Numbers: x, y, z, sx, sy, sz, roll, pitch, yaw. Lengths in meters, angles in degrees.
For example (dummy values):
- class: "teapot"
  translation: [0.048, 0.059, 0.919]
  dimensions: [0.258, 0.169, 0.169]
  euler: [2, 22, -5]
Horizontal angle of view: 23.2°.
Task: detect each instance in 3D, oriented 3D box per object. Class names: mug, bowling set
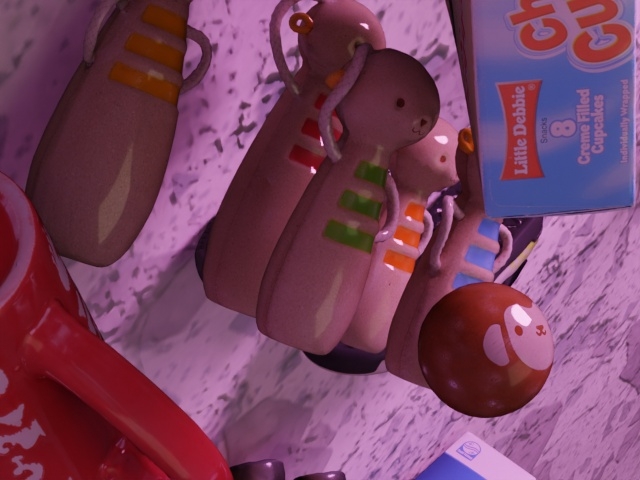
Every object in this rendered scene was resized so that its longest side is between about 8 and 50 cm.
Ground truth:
- class: "mug"
  translation: [-0.115, 0.052, 0.612]
  dimensions: [0.169, 0.150, 0.113]
  euler: [78, 6, -51]
- class: "bowling set"
  translation: [0.038, -0.020, 0.676]
  dimensions: [0.287, 0.200, 0.154]
  euler: [21, 90, -56]

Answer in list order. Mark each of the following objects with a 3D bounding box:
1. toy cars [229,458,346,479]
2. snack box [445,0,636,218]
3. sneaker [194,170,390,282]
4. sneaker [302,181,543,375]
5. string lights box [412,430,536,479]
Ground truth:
- class: "toy cars"
  translation: [-0.060, 0.246, 0.864]
  dimensions: [0.393, 0.087, 0.176]
  euler: [-65, 137, -58]
- class: "snack box"
  translation: [0.068, -0.191, 0.543]
  dimensions: [0.187, 0.060, 0.322]
  euler: [-90, 175, -57]
- class: "sneaker"
  translation: [-0.002, -0.001, 0.848]
  dimensions: [0.170, 0.051, 0.089]
  euler: [-43, 147, -36]
- class: "sneaker"
  translation: [0.071, 0.042, 0.993]
  dimensions: [0.235, 0.084, 0.097]
  euler: [-32, 146, -43]
- class: "string lights box"
  translation: [0.058, 0.281, 1.251]
  dimensions: [0.260, 0.077, 0.133]
  euler: [-36, 148, -39]
